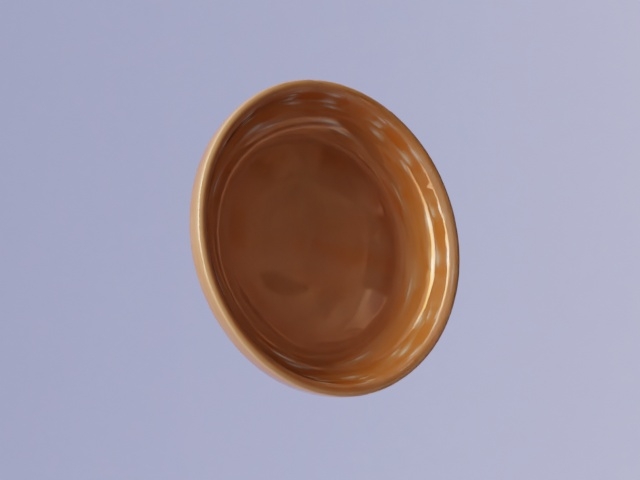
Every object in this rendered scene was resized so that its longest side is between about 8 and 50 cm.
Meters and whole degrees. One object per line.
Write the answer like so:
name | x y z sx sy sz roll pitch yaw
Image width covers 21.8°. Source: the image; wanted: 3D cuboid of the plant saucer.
plant saucer | 0.000 0.000 1.034 0.200 0.037 0.200 10 -107 -35
